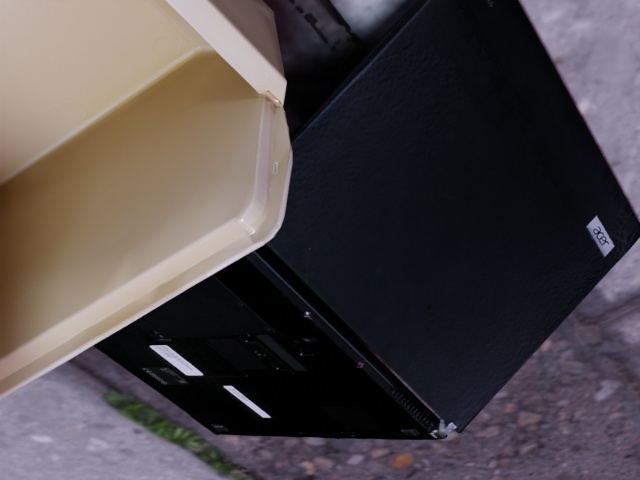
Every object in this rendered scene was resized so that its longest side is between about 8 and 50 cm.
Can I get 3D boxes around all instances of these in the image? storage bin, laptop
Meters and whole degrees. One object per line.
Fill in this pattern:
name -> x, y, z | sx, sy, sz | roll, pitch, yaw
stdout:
storage bin -> -0.183, -0.058, 0.384 | 0.260, 0.123, 0.262 | -29, 135, 20
laptop -> 0.000, 0.000, 0.571 | 0.264, 0.136, 0.234 | -5, 145, 33
